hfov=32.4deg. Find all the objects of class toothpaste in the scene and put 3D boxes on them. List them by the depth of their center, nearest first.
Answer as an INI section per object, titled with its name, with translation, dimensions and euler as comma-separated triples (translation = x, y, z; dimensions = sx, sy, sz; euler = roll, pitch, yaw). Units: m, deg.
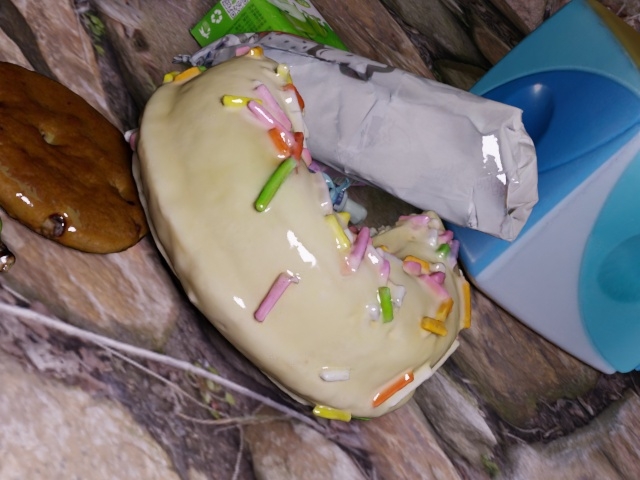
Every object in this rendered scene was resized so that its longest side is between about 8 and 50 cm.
[toothpaste]
translation = -0.037, -0.075, 1.231
dimensions = 0.216, 0.037, 0.062
euler = 29, 29, -24

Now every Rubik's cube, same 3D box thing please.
[Rubik's cube]
translation = 0.386, -0.073, 1.517
dimensions = 0.347, 0.351, 0.352
euler = 31, 26, -30

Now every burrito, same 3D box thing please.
[burrito]
translation = 0.027, -0.139, 1.177
dimensions = 0.446, 0.139, 0.101
euler = 25, 35, 18

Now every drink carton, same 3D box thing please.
[drink carton]
translation = -0.023, -0.197, 1.354
dimensions = 0.271, 0.108, 0.161
euler = 53, 25, 17

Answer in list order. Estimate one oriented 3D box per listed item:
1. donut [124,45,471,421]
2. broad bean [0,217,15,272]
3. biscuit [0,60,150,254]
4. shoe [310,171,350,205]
[donut]
translation = -0.006, -0.001, 0.996
dimensions = 0.371, 0.150, 0.307
euler = 42, 27, -25
[broad bean]
translation = -0.299, -0.107, 0.815
dimensions = 0.297, 0.043, 0.060
euler = 64, -18, -1
[biscuit]
translation = -0.224, -0.075, 0.933
dimensions = 0.212, 0.036, 0.212
euler = 37, 25, -21
[shoe]
translation = -0.038, -0.060, 1.163
dimensions = 0.143, 0.071, 0.064
euler = 24, 31, -31
